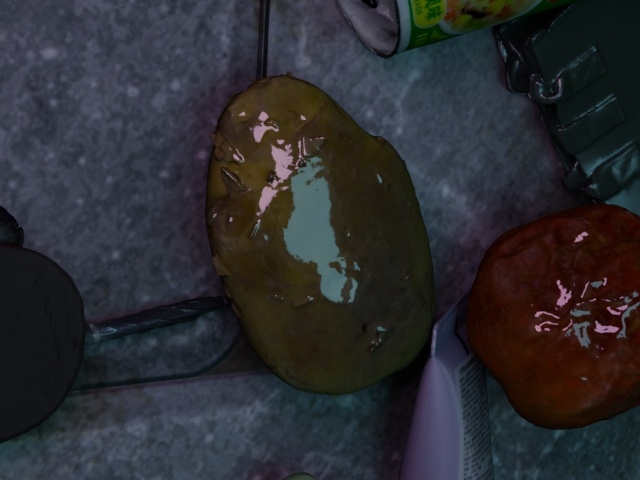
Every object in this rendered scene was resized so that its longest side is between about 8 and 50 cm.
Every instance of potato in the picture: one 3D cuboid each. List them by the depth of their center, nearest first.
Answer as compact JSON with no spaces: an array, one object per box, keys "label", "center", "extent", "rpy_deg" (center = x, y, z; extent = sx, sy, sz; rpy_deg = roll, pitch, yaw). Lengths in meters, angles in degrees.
[{"label":"potato","center":[0.000,0.000,1.461],"extent":[0.191,0.141,0.296],"rpy_deg":[-36,115,-23]}]

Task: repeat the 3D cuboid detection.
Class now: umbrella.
[{"label":"umbrella","center":[-0.174,0.081,1.443],"extent":[0.269,0.044,0.044],"rpy_deg":[-10,142,-27]}]

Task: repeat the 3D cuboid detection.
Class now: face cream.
[{"label":"face cream","center":[0.118,0.188,1.598],"extent":[0.154,0.096,0.274],"rpy_deg":[-30,126,-65]}]

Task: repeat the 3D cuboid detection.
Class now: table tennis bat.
[{"label":"table tennis bat","center":[-0.317,0.094,1.320],"extent":[0.301,0.022,0.173],"rpy_deg":[-10,109,-31]}]

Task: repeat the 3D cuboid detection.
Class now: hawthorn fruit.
[{"label":"hawthorn fruit","center":[0.259,0.051,1.554],"extent":[0.207,0.243,0.207],"rpy_deg":[30,43,-33]}]

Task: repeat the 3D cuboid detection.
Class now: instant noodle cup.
[{"label":"instant noodle cup","center":[0.130,-0.262,1.441],"extent":[0.232,0.207,0.207],"rpy_deg":[-23,114,-15]}]

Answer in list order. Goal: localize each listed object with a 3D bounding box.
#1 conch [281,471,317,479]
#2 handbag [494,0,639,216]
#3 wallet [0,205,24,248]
[{"label":"conch","center":[-0.046,0.310,1.533],"extent":[0.250,0.143,0.137],"rpy_deg":[-39,80,0]},{"label":"handbag","center":[0.310,-0.160,1.632],"extent":[0.260,0.079,0.247],"rpy_deg":[-38,118,-15]},{"label":"wallet","center":[-0.368,0.086,1.330],"extent":[0.172,0.045,0.318],"rpy_deg":[33,87,-31]}]
